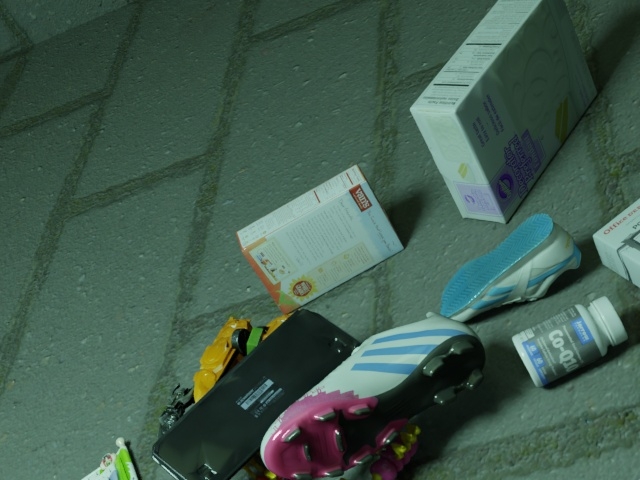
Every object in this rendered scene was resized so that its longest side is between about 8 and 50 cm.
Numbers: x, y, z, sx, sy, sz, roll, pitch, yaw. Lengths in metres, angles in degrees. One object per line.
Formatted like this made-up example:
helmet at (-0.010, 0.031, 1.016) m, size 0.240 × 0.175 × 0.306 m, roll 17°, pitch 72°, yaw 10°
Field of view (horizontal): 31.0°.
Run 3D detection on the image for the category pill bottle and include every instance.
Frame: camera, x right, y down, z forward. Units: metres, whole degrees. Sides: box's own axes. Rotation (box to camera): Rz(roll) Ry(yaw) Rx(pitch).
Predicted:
pill bottle at (0.332, 0.133, 1.537) m, size 0.137 × 0.078 × 0.078 m, roll -28°, pitch 34°, yaw 6°

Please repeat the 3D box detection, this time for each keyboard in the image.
keyboard at (-0.057, 0.238, 1.578) m, size 0.201 × 0.033 × 0.317 m, roll 33°, pitch 62°, yaw 31°

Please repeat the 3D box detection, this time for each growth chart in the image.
growth chart at (-0.372, 0.422, 1.774) m, size 0.237 × 0.021 × 0.172 m, roll -37°, pitch 35°, yaw -7°

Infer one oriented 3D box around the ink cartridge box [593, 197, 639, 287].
ink cartridge box at (0.468, 0.010, 1.599) m, size 0.109 × 0.063 × 0.150 m, roll -37°, pitch 34°, yaw -8°

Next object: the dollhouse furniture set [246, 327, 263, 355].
dollhouse furniture set at (-0.029, 0.170, 1.680) m, size 0.151 × 0.059 × 0.076 m, roll 11°, pitch 40°, yaw 8°

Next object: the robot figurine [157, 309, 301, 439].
robot figurine at (-0.124, 0.227, 1.756) m, size 0.211 × 0.085 × 0.291 m, roll -8°, pitch 36°, yaw 31°

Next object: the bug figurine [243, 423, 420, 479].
bug figurine at (0.022, 0.314, 1.555) m, size 0.216 × 0.072 × 0.279 m, roll -43°, pitch 30°, yaw -27°

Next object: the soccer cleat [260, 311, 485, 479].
soccer cleat at (0.060, 0.201, 1.518) m, size 0.331 × 0.116 × 0.143 m, roll -26°, pitch 29°, yaw -15°

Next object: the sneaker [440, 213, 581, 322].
sneaker at (0.271, 0.060, 1.677) m, size 0.228 × 0.092 × 0.087 m, roll -37°, pitch 31°, yaw 28°

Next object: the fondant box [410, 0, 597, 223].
fondant box at (0.306, -0.226, 1.871) m, size 0.096 × 0.238 × 0.330 m, roll 12°, pitch 53°, yaw 44°

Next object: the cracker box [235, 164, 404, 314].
cracker box at (0.000, 0.000, 1.897) m, size 0.232 × 0.156 × 0.067 m, roll -29°, pitch 33°, yaw 4°
